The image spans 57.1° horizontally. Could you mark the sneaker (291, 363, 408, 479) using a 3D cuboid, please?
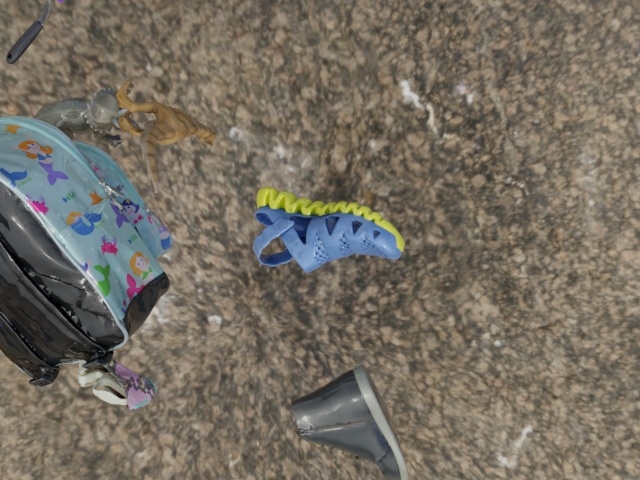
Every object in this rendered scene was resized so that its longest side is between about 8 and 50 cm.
[{"bbox_3d":[0.045,0.278,0.843,0.118,0.083,0.222,-22,117,4],"label":"sneaker"}]

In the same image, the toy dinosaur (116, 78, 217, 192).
[{"bbox_3d":[-0.173,-0.124,0.642,0.112,0.211,0.064,24,111,4],"label":"toy dinosaur"}]

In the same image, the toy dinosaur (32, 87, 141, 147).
[{"bbox_3d":[-0.514,-0.251,1.225,0.314,0.160,0.120,-4,78,2],"label":"toy dinosaur"}]

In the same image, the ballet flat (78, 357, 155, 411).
[{"bbox_3d":[-0.422,0.269,1.157,0.222,0.079,0.076,22,124,29],"label":"ballet flat"}]

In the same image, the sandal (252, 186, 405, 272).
[{"bbox_3d":[0.000,0.000,1.047,0.318,0.126,0.138,10,69,35],"label":"sandal"}]

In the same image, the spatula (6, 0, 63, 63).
[{"bbox_3d":[-0.641,-0.519,1.355,0.296,0.030,0.084,-45,76,20],"label":"spatula"}]

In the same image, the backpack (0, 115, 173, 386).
[{"bbox_3d":[-0.303,-0.003,0.624,0.253,0.225,0.191,54,35,-26],"label":"backpack"}]
